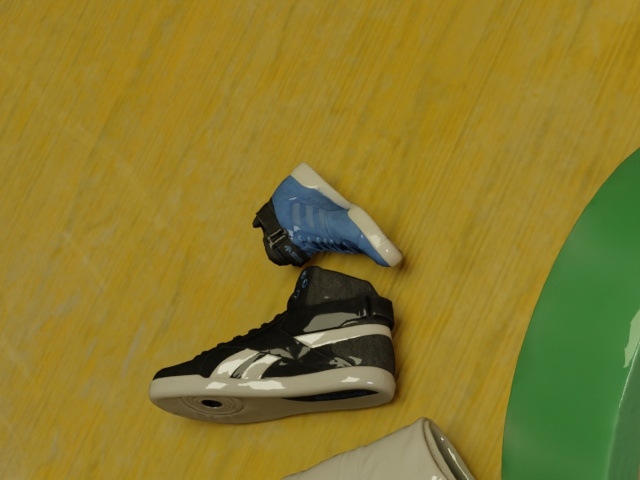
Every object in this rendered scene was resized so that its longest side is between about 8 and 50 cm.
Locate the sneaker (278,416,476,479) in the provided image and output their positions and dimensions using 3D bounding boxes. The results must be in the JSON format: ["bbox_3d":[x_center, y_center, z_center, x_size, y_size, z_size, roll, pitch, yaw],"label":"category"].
[{"bbox_3d":[0.073,0.271,1.299,0.169,0.108,0.292,-30,56,19],"label":"sneaker"}]

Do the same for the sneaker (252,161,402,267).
[{"bbox_3d":[0.000,0.000,1.491,0.084,0.058,0.152,-46,50,-3],"label":"sneaker"}]

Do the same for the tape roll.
[{"bbox_3d":[0.239,0.088,1.155,0.077,0.321,0.321,19,79,35],"label":"tape roll"}]

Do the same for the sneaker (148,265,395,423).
[{"bbox_3d":[-0.037,0.084,1.472,0.217,0.079,0.121,-5,63,19],"label":"sneaker"}]
